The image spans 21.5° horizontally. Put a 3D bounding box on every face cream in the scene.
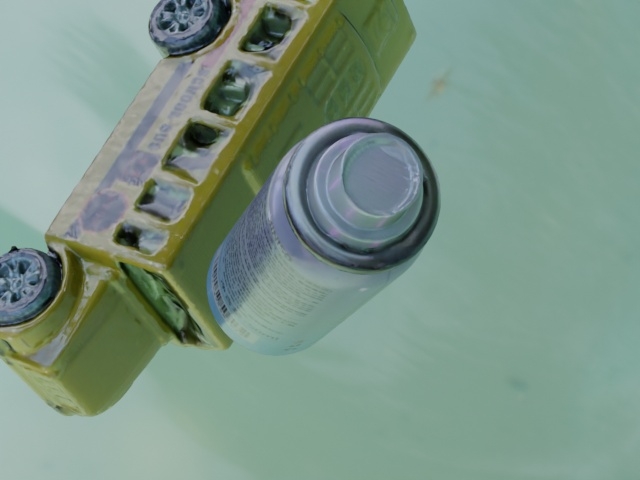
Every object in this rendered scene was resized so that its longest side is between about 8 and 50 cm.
[{"bbox_3d":[0.000,0.000,0.782,0.229,0.075,0.075,136,158,-72],"label":"face cream"}]

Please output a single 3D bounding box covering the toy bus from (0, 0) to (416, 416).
[{"bbox_3d":[-0.068,-0.043,1.036,0.123,0.121,0.336,16,65,31],"label":"toy bus"}]
